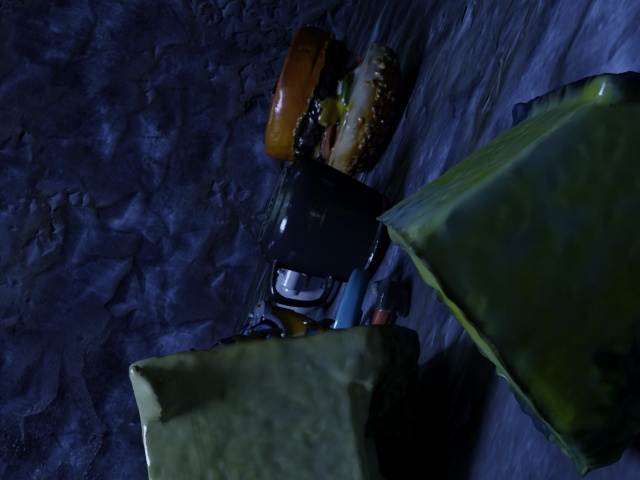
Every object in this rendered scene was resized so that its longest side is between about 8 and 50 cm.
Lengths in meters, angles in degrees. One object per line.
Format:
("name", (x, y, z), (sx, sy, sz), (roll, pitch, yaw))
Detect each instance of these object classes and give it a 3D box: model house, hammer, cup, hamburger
("model house", (-0.018, 0.235, 0.782), (0.321, 0.261, 0.266), (84, 178, -70))
("hammer", (0.042, 0.179, 1.064), (0.111, 0.033, 0.288), (155, 136, -80))
("cup", (0.000, 0.000, 1.310), (0.169, 0.176, 0.223), (141, 147, -69))
("hamburger", (0.026, -0.251, 1.644), (0.291, 0.225, 0.291), (-161, 90, -89))
("model house", (0.165, -0.009, 0.517), (0.211, 0.170, 0.194), (-39, 2, 1))

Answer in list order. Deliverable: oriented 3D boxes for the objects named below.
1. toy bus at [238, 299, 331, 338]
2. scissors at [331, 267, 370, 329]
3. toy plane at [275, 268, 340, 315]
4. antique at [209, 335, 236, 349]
("toy bus", (-0.056, 0.199, 1.262), (0.126, 0.136, 0.210), (151, 132, -76))
("scissors", (-0.014, 0.224, 1.045), (0.193, 0.029, 0.447), (102, -171, -45))
("toy plane", (-0.001, 0.023, 1.511), (0.244, 0.117, 0.245), (22, -90, -81))
("antique", (-0.164, 0.315, 1.574), (0.255, 0.185, 0.322), (-100, 33, -62))
